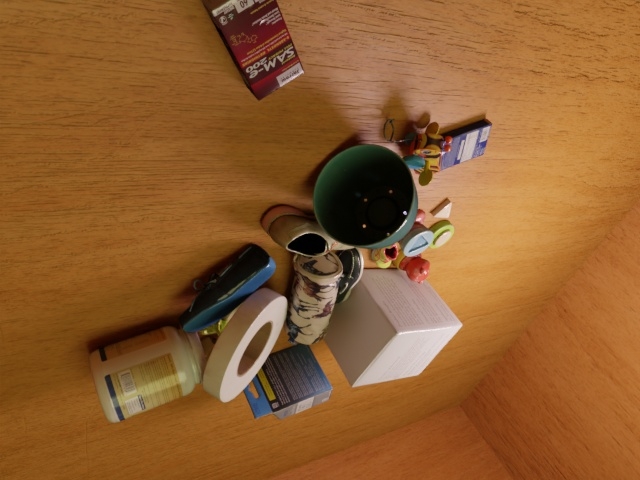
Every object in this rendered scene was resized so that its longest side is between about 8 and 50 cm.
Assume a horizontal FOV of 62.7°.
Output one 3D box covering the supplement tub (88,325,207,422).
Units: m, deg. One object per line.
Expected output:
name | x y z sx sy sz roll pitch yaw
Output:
supplement tub | -0.524 0.400 1.627 0.316 0.228 0.228 -17 141 -22

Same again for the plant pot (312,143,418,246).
plant pot | 0.154 -0.105 1.551 0.293 0.293 0.235 -41 159 9

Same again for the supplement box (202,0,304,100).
supplement box | -0.136 -0.429 1.110 0.130 0.073 0.239 -33 145 -2

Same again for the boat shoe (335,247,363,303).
boat shoe | 0.071 0.133 1.890 0.091 0.114 0.302 -18 140 -30

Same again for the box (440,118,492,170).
box | 0.459 -0.311 1.748 0.225 0.036 0.136 -22 142 -19

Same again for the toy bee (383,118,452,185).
toy bee | 0.317 -0.259 1.563 0.298 0.162 0.195 -13 105 -60

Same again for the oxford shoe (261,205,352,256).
oxford shoe | 0.000 0.000 1.650 0.397 0.146 0.140 5 129 -42

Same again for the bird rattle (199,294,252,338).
bird rattle | -0.282 0.275 1.772 0.207 0.143 0.253 -52 147 -3

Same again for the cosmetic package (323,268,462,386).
cosmetic package | 0.264 0.333 2.090 0.394 0.329 0.327 3 131 -39

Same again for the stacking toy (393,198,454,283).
stacking toy | 0.422 0.013 2.015 0.280 0.130 0.309 -29 145 -7

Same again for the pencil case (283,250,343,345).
pencil case | -0.038 0.195 1.835 0.184 0.159 0.410 5 134 -7

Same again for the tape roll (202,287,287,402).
tape roll | -0.236 0.336 1.709 0.392 0.072 0.392 -57 164 -25

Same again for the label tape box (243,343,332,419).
label tape box | -0.156 0.577 2.118 0.334 0.240 0.105 -14 142 -24

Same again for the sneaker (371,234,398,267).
sneaker | 0.245 0.050 1.948 0.082 0.094 0.208 -27 145 -13

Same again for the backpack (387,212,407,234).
backpack | 0.241 -0.094 1.776 0.120 0.098 0.101 -30 141 -5

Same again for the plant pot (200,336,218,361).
plant pot | -0.394 0.387 1.850 0.083 0.081 0.081 -53 142 5

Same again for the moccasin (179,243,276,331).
moccasin | -0.294 0.146 1.622 0.342 0.116 0.137 -37 157 -5
